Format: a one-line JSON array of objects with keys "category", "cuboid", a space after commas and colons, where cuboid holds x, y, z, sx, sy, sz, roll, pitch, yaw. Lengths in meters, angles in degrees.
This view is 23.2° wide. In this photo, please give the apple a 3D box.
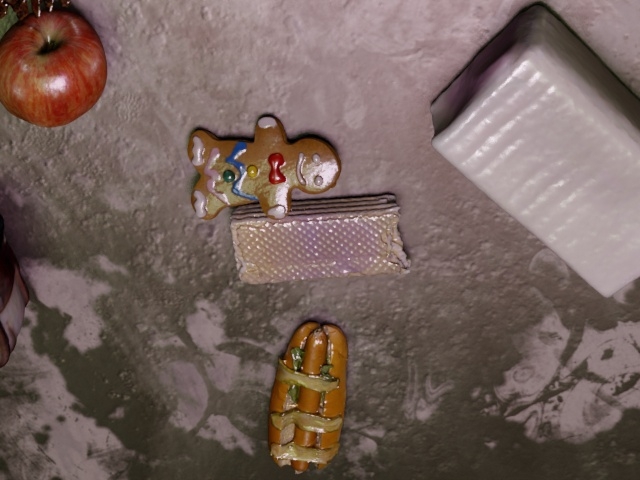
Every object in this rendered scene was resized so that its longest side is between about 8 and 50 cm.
[{"category": "apple", "cuboid": [-0.343, -0.214, 1.971, 0.146, 0.146, 0.131, 7, 143, 1]}]

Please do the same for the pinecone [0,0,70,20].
[{"category": "pinecone", "cuboid": [-0.362, -0.344, 1.896, 0.165, 0.163, 0.163, 18, 123, -34]}]

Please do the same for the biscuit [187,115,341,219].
[{"category": "biscuit", "cuboid": [-0.075, -0.095, 2.053, 0.205, 0.031, 0.138, -2, 96, 8]}]

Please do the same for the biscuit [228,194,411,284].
[{"category": "biscuit", "cuboid": [0.000, 0.000, 2.111, 0.239, 0.062, 0.108, -3, 121, 8]}]

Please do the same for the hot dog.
[{"category": "hot dog", "cuboid": [-0.017, 0.227, 2.235, 0.109, 0.072, 0.269, 6, 121, -2]}]

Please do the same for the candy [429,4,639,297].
[{"category": "candy", "cuboid": [0.323, -0.104, 1.975, 0.358, 0.145, 0.208, 41, 115, -16]}]

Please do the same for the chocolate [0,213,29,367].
[{"category": "chocolate", "cuboid": [-0.511, 0.086, 2.098, 0.283, 0.283, 0.186, -19, 128, 15]}]
